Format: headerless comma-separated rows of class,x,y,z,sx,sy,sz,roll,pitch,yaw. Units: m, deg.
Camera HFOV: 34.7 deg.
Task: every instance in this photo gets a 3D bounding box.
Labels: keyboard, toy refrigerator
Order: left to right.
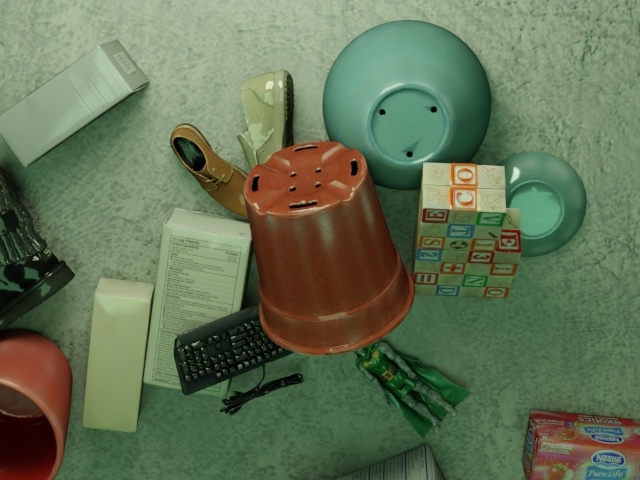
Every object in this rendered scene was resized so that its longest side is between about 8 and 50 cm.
toy refrigerator,-0.374,0.211,1.899,0.102,0.094,0.269,7,108,-6
keyboard,-0.102,0.205,1.830,0.317,0.033,0.201,-20,120,-21

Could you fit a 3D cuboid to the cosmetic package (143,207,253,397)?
cosmetic package,-0.217,0.112,1.847,0.160,0.113,0.309,11,107,0

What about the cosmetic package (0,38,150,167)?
cosmetic package,-0.425,-0.235,1.744,0.238,0.127,0.107,-34,102,15

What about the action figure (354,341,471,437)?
action figure,0.147,0.261,1.901,0.232,0.063,0.137,39,109,-5

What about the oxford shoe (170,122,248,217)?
oxford shoe,-0.187,-0.111,1.795,0.212,0.076,0.076,43,103,-11

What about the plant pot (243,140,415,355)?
plant pot,0.000,0.000,1.675,0.273,0.272,0.265,-10,127,7

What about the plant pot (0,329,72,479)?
plant pot,-0.573,0.301,1.849,0.275,0.243,0.274,0,113,1

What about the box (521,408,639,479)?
box,0.511,0.402,1.885,0.257,0.128,0.122,6,108,2

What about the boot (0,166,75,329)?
boot,-0.643,0.045,1.842,0.348,0.131,0.260,-33,105,8

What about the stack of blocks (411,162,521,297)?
stack of blocks,0.245,-0.010,1.700,0.171,0.087,0.297,2,151,3

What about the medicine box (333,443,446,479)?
medicine box,0.132,0.576,1.952,0.289,0.149,0.263,-24,104,11

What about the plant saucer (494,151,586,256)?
plant saucer,0.372,-0.058,1.798,0.195,0.037,0.194,1,108,2

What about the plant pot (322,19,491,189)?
plant pot,0.143,-0.207,1.682,0.290,0.195,0.290,1,107,3

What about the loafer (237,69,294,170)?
loafer,-0.095,-0.164,1.763,0.092,0.102,0.268,7,110,11
